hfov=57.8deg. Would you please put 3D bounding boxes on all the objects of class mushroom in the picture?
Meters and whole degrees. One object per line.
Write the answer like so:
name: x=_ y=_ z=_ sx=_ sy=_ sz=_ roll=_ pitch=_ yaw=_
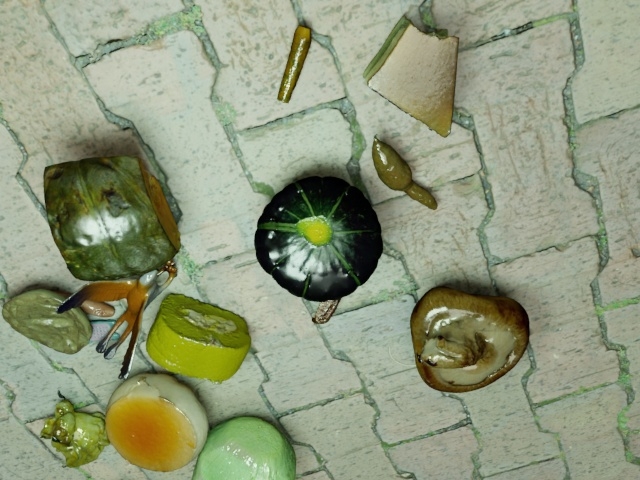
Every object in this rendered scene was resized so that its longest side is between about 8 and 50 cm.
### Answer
mushroom: x=0.380 y=0.278 z=1.523 sx=0.345 sy=0.260 sz=0.345 roll=-1 pitch=120 yaw=-3

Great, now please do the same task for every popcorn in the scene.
popcorn: x=-0.714 y=0.555 z=1.674 sx=0.168 sy=0.174 sz=0.195 roll=-21 pitch=131 yaw=32

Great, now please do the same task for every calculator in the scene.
calculator: x=-0.619 y=0.244 z=1.569 sx=0.141 sy=0.019 sz=0.094 roll=-1 pitch=123 yaw=-4

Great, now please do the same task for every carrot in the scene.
carrot: x=-0.057 y=-0.374 z=1.245 sx=0.042 sy=0.042 sz=0.171 roll=15 pitch=117 yaw=-13

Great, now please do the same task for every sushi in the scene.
sushi: x=0.021 y=0.174 z=1.558 sx=0.052 sy=0.055 sz=0.120 roll=23 pitch=105 yaw=-4

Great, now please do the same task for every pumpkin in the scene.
pumpkin: x=-0.452 y=-0.044 z=1.275 sx=0.225 sy=0.303 sz=0.256 roll=-16 pitch=82 yaw=-2
pumpkin: x=0.000 y=0.000 z=1.363 sx=0.295 sy=0.296 sz=0.296 roll=-2 pitch=120 yaw=-3

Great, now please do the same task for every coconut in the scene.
coconut: x=-0.220 y=0.683 z=1.698 sx=0.328 sy=0.281 sz=0.328 roll=1 pitch=116 yaw=2

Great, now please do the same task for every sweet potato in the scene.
sweet potato: x=0.187 y=-0.149 z=1.377 sx=0.074 sy=0.075 sz=0.269 roll=-38 pitch=124 yaw=16

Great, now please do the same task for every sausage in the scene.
sausage: x=-0.630 y=0.165 z=1.510 sx=0.186 sy=0.043 sz=0.043 roll=17 pitch=117 yaw=-13

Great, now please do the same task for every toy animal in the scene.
toy animal: x=-0.459 y=0.176 z=1.456 sx=0.225 sy=0.284 sz=0.302 roll=43 pitch=74 yaw=1

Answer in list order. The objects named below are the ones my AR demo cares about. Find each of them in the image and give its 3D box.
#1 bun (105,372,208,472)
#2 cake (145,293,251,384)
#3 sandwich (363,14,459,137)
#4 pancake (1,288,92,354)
bun: x=-0.449 y=0.491 z=1.636 sx=0.298 sy=0.165 sz=0.299 roll=3 pitch=112 yaw=8
cake: x=-0.313 y=0.262 z=1.509 sx=0.260 sy=0.179 sz=0.156 roll=21 pitch=117 yaw=-14
sandwich: x=0.231 y=-0.356 z=1.238 sx=0.220 sy=0.108 sz=0.186 roll=30 pitch=114 yaw=-17
pancake: x=-0.702 y=0.205 z=1.497 sx=0.241 sy=0.050 sz=0.242 roll=4 pitch=131 yaw=4
